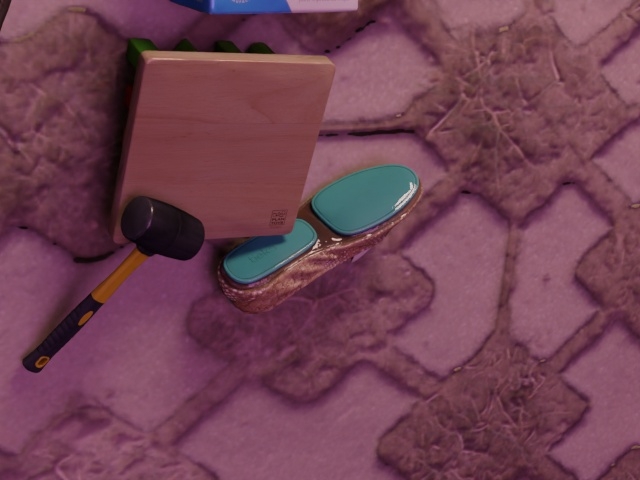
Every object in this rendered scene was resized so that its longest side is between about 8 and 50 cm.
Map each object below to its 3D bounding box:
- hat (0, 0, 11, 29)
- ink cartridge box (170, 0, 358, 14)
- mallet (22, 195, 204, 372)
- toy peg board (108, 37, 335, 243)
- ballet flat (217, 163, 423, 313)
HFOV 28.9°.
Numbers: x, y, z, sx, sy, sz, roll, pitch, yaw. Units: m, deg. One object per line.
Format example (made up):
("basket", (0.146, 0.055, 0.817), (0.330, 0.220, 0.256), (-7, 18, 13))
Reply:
("hat", (-0.306, -0.217, 0.757), (0.134, 0.331, 0.331), (6, 109, 8))
("ink cartridge box", (-0.039, -0.293, 0.944), (0.134, 0.078, 0.231), (-8, 111, -29))
("mallet", (-0.176, 0.037, 0.972), (0.190, 0.039, 0.062), (-39, 140, 13))
("toy peg board", (-0.091, -0.089, 1.001), (0.161, 0.079, 0.160), (-3, 124, -29))
("ballet flat", (0.000, 0.000, 1.095), (0.206, 0.073, 0.067), (-27, 147, -18))
